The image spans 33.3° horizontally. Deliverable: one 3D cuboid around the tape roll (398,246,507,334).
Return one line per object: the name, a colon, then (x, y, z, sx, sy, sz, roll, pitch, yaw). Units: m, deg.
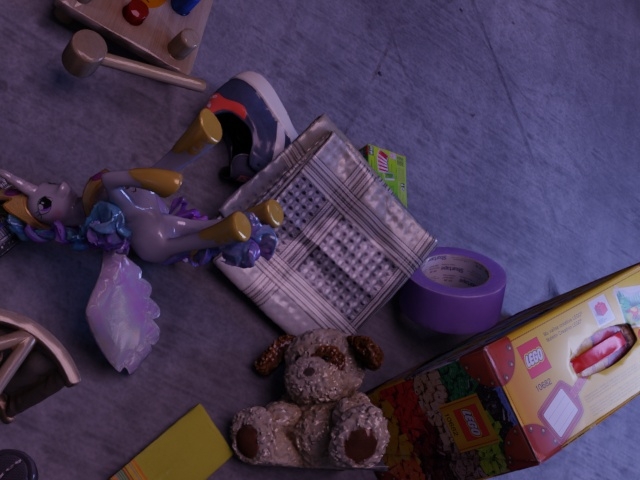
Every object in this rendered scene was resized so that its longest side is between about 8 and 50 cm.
tape roll: (0.240, 0.089, 1.949, 0.189, 0.189, 0.080, -22, 127, -40)

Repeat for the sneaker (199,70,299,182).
sneaker: (-0.081, -0.117, 1.858, 0.148, 0.131, 0.350, -41, 94, -30)

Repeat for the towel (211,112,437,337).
towel: (0.000, 0.000, 1.801, 0.312, 0.056, 0.324, -45, 103, -7)

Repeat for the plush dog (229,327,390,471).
plush dog: (0.007, 0.251, 1.714, 0.210, 0.262, 0.226, 32, 58, -63)

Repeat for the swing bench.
swing bench: (-0.476, 0.202, 1.329, 0.254, 0.253, 0.165, -39, 95, -41)

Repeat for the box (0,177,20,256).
box: (-0.532, -0.018, 1.521, 0.159, 0.044, 0.233, 50, 50, -8)

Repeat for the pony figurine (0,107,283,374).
pony figurine: (-0.248, -0.014, 1.547, 0.351, 0.363, 0.303, 54, 35, -40)

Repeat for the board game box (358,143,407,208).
board game box: (0.116, -0.084, 2.030, 0.092, 0.043, 0.181, 15, 62, -30)

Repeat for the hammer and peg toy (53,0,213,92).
hammer and peg toy: (-0.308, -0.382, 1.795, 0.266, 0.127, 0.361, 27, 56, -27)

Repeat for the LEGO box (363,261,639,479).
LEGO box: (0.353, 0.236, 1.848, 0.500, 0.372, 0.193, -20, 83, -41)

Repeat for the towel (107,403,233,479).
towel: (-0.235, 0.350, 1.598, 0.237, 0.021, 0.102, -38, 100, -41)

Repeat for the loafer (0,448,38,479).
loafer: (-0.431, 0.423, 1.373, 0.109, 0.095, 0.303, 12, 61, 7)
